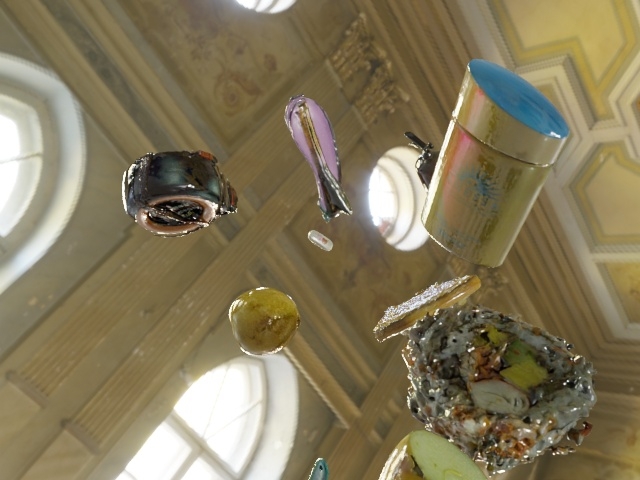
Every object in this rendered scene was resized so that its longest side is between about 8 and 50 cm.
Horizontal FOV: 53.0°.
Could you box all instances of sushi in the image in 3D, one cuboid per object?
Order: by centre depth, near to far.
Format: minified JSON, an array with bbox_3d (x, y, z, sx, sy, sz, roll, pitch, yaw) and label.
[{"bbox_3d":[0.380,0.293,1.357,0.418,0.417,0.175,21,-52,26],"label":"sushi"}]

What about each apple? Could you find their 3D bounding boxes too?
[{"bbox_3d":[0.237,0.500,1.139,0.346,0.254,0.179,43,-22,-8],"label":"apple"}]

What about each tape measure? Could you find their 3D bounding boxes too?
[{"bbox_3d":[-0.297,-0.100,1.323,0.202,0.135,0.223,-16,-22,14],"label":"tape measure"}]

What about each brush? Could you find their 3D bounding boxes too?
[{"bbox_3d":[-0.020,0.441,1.109,0.043,0.032,0.193,50,-39,38],"label":"brush"}]

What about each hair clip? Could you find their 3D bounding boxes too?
[{"bbox_3d":[0.005,-0.213,1.649,0.095,0.110,0.358,-114,-179,-65],"label":"hair clip"}]

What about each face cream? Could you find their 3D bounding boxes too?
[{"bbox_3d":[0.214,-0.086,0.825,0.139,0.067,0.285,34,-33,20],"label":"face cream"}]

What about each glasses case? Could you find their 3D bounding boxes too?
[{"bbox_3d":[0.000,0.000,1.833,0.083,0.032,0.021,33,-30,-26],"label":"glasses case"}]

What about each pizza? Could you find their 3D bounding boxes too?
[{"bbox_3d":[0.289,0.194,1.791,0.089,0.324,0.223,62,-5,0],"label":"pizza"}]

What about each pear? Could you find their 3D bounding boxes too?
[{"bbox_3d":[-0.160,0.236,1.899,0.209,0.209,0.208,26,-33,19],"label":"pear"}]

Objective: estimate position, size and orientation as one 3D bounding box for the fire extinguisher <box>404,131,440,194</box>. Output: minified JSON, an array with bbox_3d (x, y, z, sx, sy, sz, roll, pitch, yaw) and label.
[{"bbox_3d":[0.254,-0.120,1.379,0.089,0.072,0.267,43,-10,51],"label":"fire extinguisher"}]
